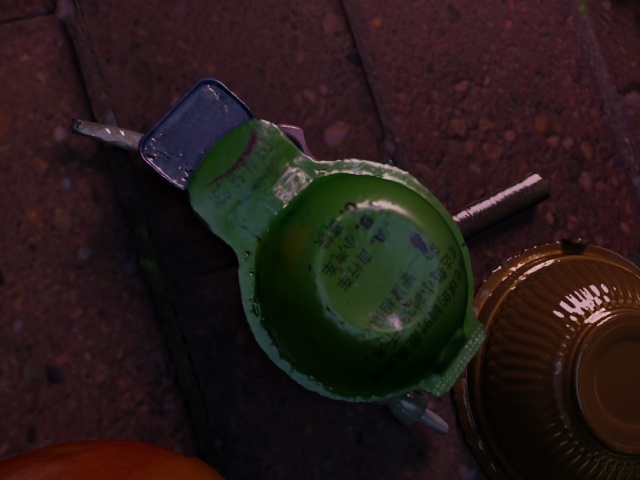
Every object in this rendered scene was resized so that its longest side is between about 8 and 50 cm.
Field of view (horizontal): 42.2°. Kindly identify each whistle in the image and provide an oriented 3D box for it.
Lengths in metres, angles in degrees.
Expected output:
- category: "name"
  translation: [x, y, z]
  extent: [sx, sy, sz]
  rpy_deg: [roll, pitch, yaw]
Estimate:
- category: "whistle"
  translation: [0.071, 0.141, 0.727]
  extent: [0.100, 0.035, 0.035]
  rpy_deg: [35, 74, -13]

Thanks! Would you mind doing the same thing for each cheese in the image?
- category: "cheese"
  translation: [0.000, 0.000, 0.674]
  extent: [0.320, 0.083, 0.204]
  rpy_deg: [41, 70, -3]

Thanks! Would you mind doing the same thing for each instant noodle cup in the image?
- category: "instant noodle cup"
  translation: [0.260, 0.127, 0.764]
  extent: [0.274, 0.091, 0.274]
  rpy_deg: [2, 82, -18]

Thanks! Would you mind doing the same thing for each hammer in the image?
- category: "hammer"
  translation: [0.090, 0.007, 0.756]
  extent: [0.297, 0.027, 0.125]
  rpy_deg: [-28, 92, -20]

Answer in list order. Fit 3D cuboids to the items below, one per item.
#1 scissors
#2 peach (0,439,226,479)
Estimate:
- category: "scissors"
  translation: [-0.104, -0.066, 0.701]
  extent: [0.212, 0.021, 0.110]
  rpy_deg: [15, 82, -17]
- category: "peach"
  translation: [-0.156, 0.286, 0.475]
  extent: [0.373, 0.290, 0.372]
  rpy_deg: [4, 84, -54]
